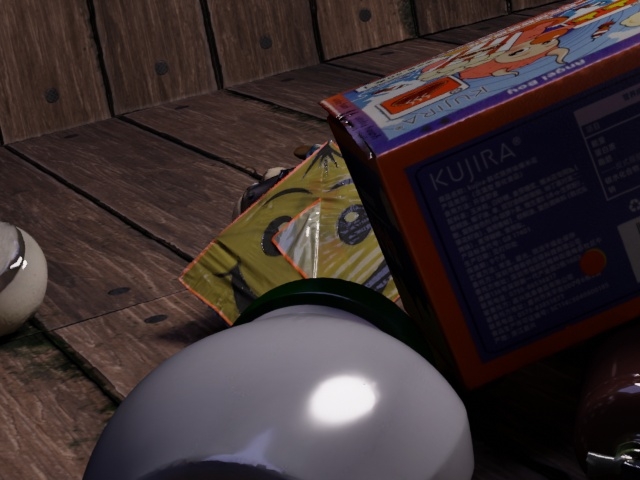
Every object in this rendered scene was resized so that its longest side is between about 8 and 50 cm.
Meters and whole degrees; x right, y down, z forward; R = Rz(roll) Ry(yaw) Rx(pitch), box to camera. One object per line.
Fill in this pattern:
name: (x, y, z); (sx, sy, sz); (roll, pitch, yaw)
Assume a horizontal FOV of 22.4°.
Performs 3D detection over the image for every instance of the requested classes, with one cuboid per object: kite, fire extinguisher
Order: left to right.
kite: (0.001, 0.001, 1.950); (0.378, 0.013, 0.327); (-11, 49, 18)
fire extinguisher: (0.294, 0.144, 1.432); (0.135, 0.114, 0.337); (1, 19, 14)

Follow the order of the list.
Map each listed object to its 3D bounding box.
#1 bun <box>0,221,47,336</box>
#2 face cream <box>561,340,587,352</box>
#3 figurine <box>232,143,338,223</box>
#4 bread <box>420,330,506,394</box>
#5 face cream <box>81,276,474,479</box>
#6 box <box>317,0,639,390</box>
bun: (-0.436, 0.065, 2.148); (0.173, 0.120, 0.172); (-17, 44, 17)
face cream: (0.346, 0.056, 1.725); (0.214, 0.095, 0.096); (-10, 16, 2)
figurine: (0.066, -0.081, 2.183); (0.412, 0.241, 0.306); (-10, -3, 36)
bread: (0.114, 0.144, 1.652); (0.188, 0.065, 0.149); (2, 31, 33)
face cream: (-0.031, 0.180, 1.325); (0.313, 0.219, 0.357); (-6, 16, 16)
box: (0.220, -0.070, 1.576); (0.349, 0.256, 0.318); (-23, 15, -1)
